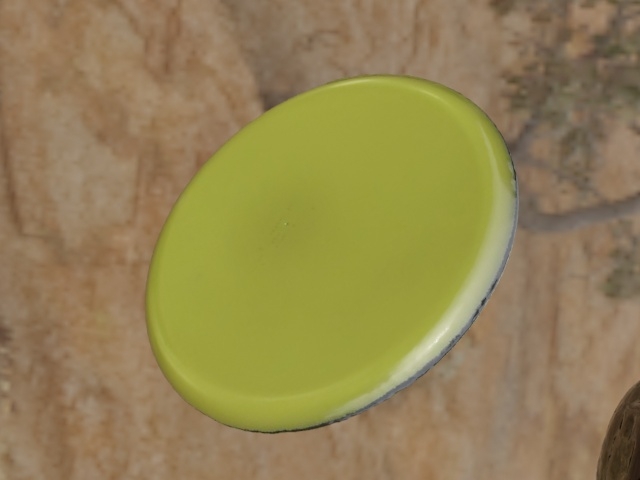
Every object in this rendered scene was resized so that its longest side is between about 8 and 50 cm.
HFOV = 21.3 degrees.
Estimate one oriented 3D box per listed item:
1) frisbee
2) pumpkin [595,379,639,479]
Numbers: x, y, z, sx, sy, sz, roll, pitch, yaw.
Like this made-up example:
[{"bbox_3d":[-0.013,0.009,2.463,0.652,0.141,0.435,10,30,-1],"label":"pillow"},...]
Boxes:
[{"bbox_3d":[0.000,0.000,0.959,0.017,0.236,0.236,48,55,-47],"label":"frisbee"},{"bbox_3d":[0.387,0.205,1.535,0.325,0.232,0.242,27,95,-19],"label":"pumpkin"}]
